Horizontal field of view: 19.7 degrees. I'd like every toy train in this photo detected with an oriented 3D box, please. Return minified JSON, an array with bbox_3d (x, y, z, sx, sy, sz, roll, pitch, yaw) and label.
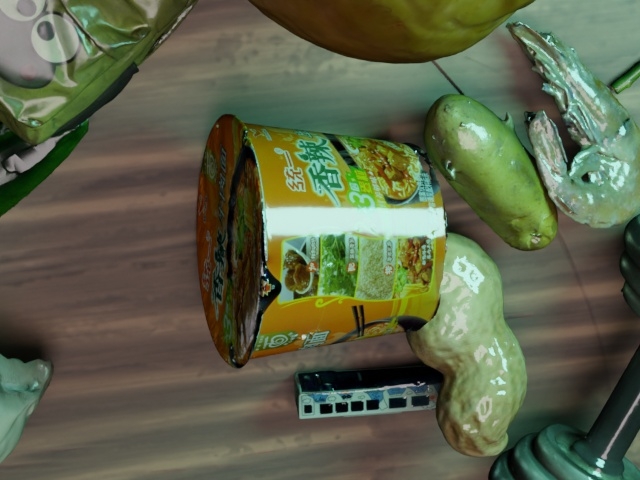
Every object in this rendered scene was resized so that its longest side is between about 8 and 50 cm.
[{"bbox_3d":[0.079,0.146,1.830,0.207,0.043,0.047,-5,116,-6],"label":"toy train"}]

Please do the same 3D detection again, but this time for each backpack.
[{"bbox_3d":[-0.219,-0.223,1.583,0.253,0.140,0.207,-40,112,3],"label":"backpack"}]

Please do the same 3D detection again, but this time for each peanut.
[{"bbox_3d":[0.138,0.098,1.771,0.104,0.085,0.228,-19,94,-9],"label":"peanut"}]

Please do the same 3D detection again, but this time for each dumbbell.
[{"bbox_3d":[0.306,0.147,1.789,0.179,0.179,0.406,22,109,-16],"label":"dumbbell"}]

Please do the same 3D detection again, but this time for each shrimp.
[{"bbox_3d":[0.230,-0.106,1.718,0.223,0.047,0.126,51,62,-17],"label":"shrimp"}]

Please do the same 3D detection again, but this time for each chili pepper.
[{"bbox_3d":[-0.307,-0.066,1.678,0.216,0.062,0.108,-32,114,5],"label":"chili pepper"}]

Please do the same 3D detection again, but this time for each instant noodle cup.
[{"bbox_3d":[0.000,0.000,1.672,0.182,0.230,0.230,-1,114,-18],"label":"instant noodle cup"}]

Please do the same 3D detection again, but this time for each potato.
[{"bbox_3d":[0.160,-0.066,1.717,0.085,0.105,0.188,-34,117,10],"label":"potato"}]

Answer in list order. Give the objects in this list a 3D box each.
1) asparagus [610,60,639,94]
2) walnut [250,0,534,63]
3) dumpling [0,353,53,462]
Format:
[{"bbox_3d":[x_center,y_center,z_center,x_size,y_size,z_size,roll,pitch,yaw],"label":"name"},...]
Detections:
[{"bbox_3d":[0.340,-0.191,1.734,0.163,0.016,0.016,-37,96,10],"label":"asparagus"},{"bbox_3d":[0.050,-0.330,1.475,0.398,0.308,0.354,36,102,-21],"label":"walnut"},{"bbox_3d":[-0.394,0.158,1.719,0.243,0.175,0.227,27,146,-15],"label":"dumpling"}]
